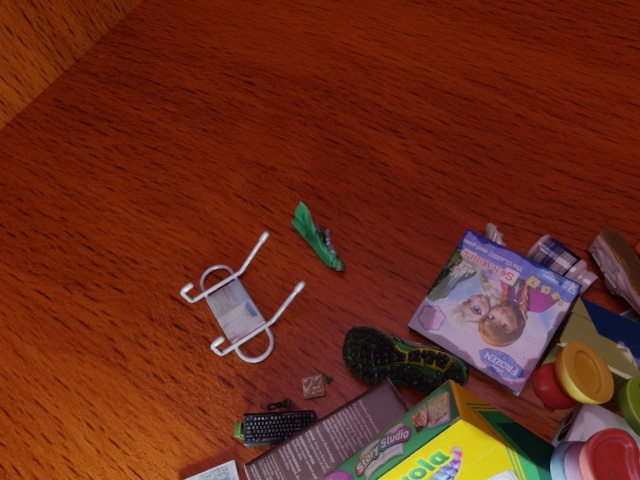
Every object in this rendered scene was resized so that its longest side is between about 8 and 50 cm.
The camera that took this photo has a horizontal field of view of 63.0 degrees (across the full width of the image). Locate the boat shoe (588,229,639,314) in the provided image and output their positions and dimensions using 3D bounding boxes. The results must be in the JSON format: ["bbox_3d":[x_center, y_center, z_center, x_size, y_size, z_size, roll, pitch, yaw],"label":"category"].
[{"bbox_3d":[0.791,0.102,1.354,0.098,0.096,0.277,2,49,-16],"label":"boat shoe"}]

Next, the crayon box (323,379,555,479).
[{"bbox_3d":[0.239,0.475,1.024,0.363,0.313,0.106,-47,22,23],"label":"crayon box"}]

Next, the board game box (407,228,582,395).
[{"bbox_3d":[0.444,0.176,1.354,0.319,0.066,0.318,29,81,24],"label":"board game box"}]

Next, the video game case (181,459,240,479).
[{"bbox_3d":[-0.265,0.636,1.275,0.157,0.019,0.143,-21,58,-2],"label":"video game case"}]

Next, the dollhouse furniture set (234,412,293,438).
[{"bbox_3d":[-0.136,0.476,1.322,0.152,0.058,0.076,-4,60,8],"label":"dollhouse furniture set"}]

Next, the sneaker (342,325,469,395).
[{"bbox_3d":[0.208,0.311,1.328,0.343,0.146,0.134,14,88,33],"label":"sneaker"}]

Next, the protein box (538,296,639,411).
[{"bbox_3d":[0.650,0.267,1.217,0.200,0.201,0.136,27,68,23],"label":"protein box"}]

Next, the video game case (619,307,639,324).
[{"bbox_3d":[0.852,0.234,1.304,0.190,0.022,0.173,-25,59,-5],"label":"video game case"}]

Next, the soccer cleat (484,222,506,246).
[{"bbox_3d":[0.485,0.038,1.462,0.076,0.068,0.196,-13,61,6],"label":"soccer cleat"}]

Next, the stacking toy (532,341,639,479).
[{"bbox_3d":[0.546,0.380,1.000,0.279,0.130,0.309,20,51,-15],"label":"stacking toy"}]

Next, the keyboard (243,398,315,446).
[{"bbox_3d":[-0.102,0.455,1.312,0.180,0.023,0.108,1,68,-11],"label":"keyboard"}]

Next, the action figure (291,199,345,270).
[{"bbox_3d":[0.000,0.000,1.554,0.063,0.137,0.232,-26,67,-20],"label":"action figure"}]

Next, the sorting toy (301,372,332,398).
[{"bbox_3d":[-0.006,0.383,1.379,0.083,0.012,0.062,-13,54,7],"label":"sorting toy"}]

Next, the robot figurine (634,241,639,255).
[{"bbox_3d":[0.923,0.063,1.330,0.128,0.158,0.219,-47,62,2],"label":"robot figurine"}]

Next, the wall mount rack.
[{"bbox_3d":[-0.214,0.153,1.483,0.304,0.130,0.350,-33,61,-9],"label":"wall mount rack"}]

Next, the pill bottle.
[{"bbox_3d":[0.646,0.069,1.396,0.094,0.094,0.169,-38,61,-12],"label":"pill bottle"}]

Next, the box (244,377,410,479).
[{"bbox_3d":[0.036,0.490,1.206,0.381,0.191,0.143,-27,59,-7],"label":"box"}]

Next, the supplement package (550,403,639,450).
[{"bbox_3d":[0.573,0.478,1.108,0.149,0.203,0.194,27,68,23],"label":"supplement package"}]
